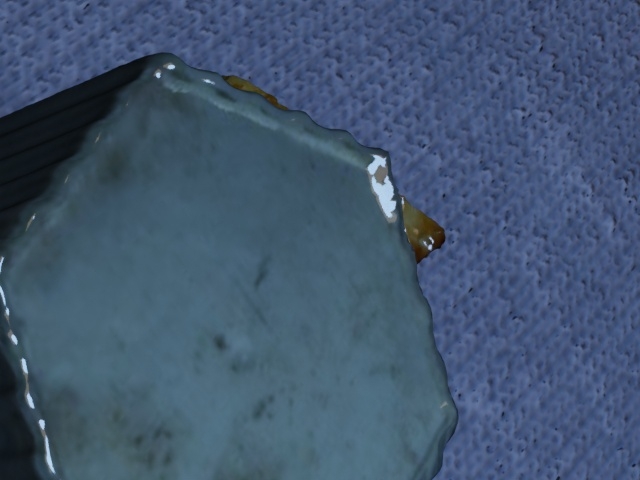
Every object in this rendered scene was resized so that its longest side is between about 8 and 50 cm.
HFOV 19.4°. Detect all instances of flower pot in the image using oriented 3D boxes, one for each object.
[{"bbox_3d":[-0.084,0.058,0.760,0.209,0.189,0.239,-16,89,-44],"label":"flower pot"}]

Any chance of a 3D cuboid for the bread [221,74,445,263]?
[{"bbox_3d":[-0.015,0.012,0.927,0.154,0.054,0.136,31,57,-25],"label":"bread"}]
